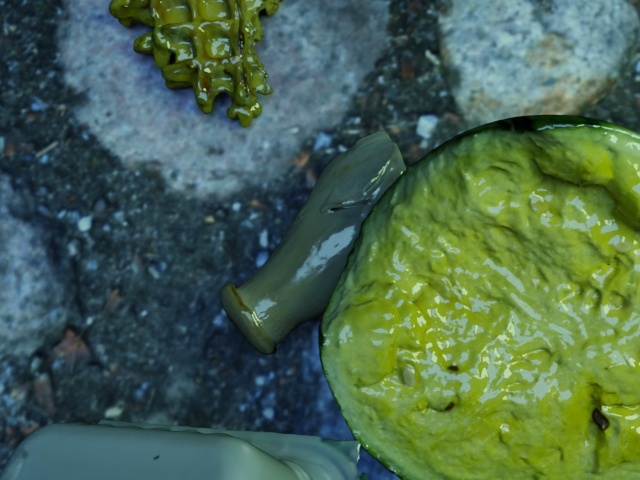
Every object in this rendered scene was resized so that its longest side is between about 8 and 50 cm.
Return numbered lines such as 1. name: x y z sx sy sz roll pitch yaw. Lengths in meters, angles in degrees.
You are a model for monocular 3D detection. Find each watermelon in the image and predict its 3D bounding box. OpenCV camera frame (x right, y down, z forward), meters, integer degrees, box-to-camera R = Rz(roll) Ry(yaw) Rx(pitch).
1. watermelon: 0.175 0.051 0.619 0.331 0.189 0.330 3 115 7

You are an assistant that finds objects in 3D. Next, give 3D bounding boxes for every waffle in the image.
1. waffle: -0.081 -0.288 0.783 0.260 0.069 0.293 43 84 11

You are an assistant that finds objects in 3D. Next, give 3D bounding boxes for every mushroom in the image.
1. mushroom: 0.010 0.003 0.699 0.108 0.096 0.247 40 86 5

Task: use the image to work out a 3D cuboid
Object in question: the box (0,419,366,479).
1. box: -0.153 0.237 0.552 0.337 0.106 0.264 -5 47 28
